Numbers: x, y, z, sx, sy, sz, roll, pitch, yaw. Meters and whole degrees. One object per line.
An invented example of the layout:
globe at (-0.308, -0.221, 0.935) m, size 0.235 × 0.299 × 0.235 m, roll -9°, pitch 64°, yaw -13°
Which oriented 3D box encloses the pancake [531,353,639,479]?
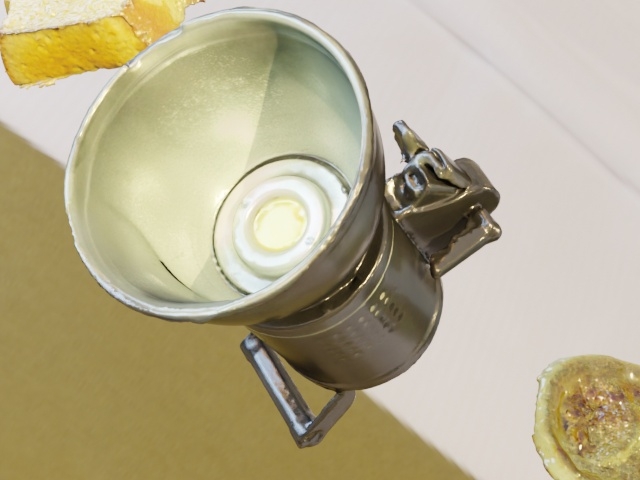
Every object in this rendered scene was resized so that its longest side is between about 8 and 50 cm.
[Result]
pancake at (0.167, 0.108, 0.799) m, size 0.108 × 0.017 × 0.108 m, roll 6°, pitch 51°, yaw -8°

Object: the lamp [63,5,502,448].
lamp at (0.000, 0.000, 0.704) m, size 0.147 × 0.172 × 0.227 m, roll 55°, pitch 6°, yaw 30°

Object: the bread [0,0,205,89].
bread at (-0.201, -0.195, 1.256) m, size 0.103 × 0.187 × 0.065 m, roll -73°, pitch 151°, yaw -44°
